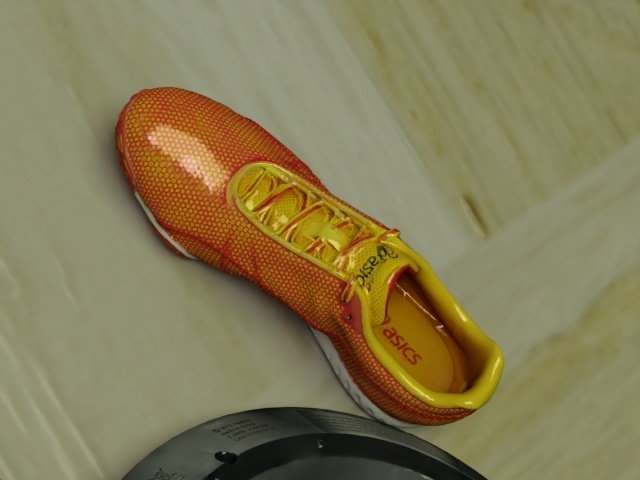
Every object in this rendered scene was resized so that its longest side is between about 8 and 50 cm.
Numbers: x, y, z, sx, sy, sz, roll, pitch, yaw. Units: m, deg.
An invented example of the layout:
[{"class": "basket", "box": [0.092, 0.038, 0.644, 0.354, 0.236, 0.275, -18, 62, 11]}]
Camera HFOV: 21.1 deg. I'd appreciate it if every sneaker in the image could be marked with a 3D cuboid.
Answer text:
[{"class": "sneaker", "box": [0.000, 0.000, 0.641, 0.175, 0.067, 0.064, 39, 62, -10]}]

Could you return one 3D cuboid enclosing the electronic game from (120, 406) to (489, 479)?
[{"class": "electronic game", "box": [0.017, 0.158, 0.584, 0.229, 0.048, 0.229, 18, 48, -21]}]
